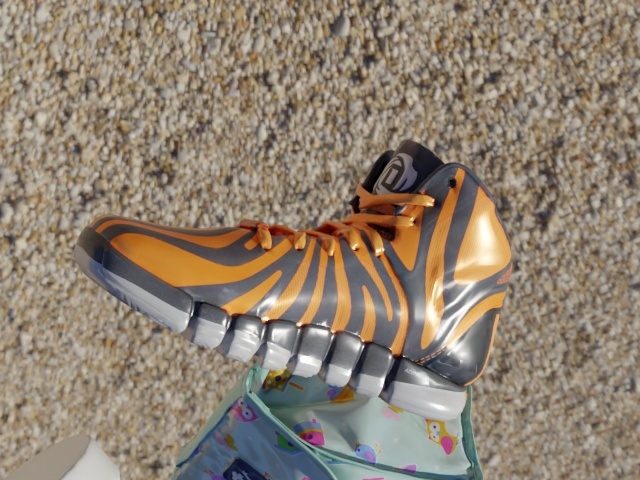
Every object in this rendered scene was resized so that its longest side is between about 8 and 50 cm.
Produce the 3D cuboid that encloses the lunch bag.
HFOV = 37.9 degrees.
[{"bbox_3d":[-0.001,0.220,0.956,0.262,0.160,0.223,13,140,-22],"label":"lunch bag"}]

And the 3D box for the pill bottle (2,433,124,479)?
[{"bbox_3d":[-0.074,0.146,0.350,0.078,0.078,0.137,-29,102,18],"label":"pill bottle"}]

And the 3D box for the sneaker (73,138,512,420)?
[{"bbox_3d":[0.000,0.000,0.656,0.321,0.124,0.180,21,93,-30],"label":"sneaker"}]
